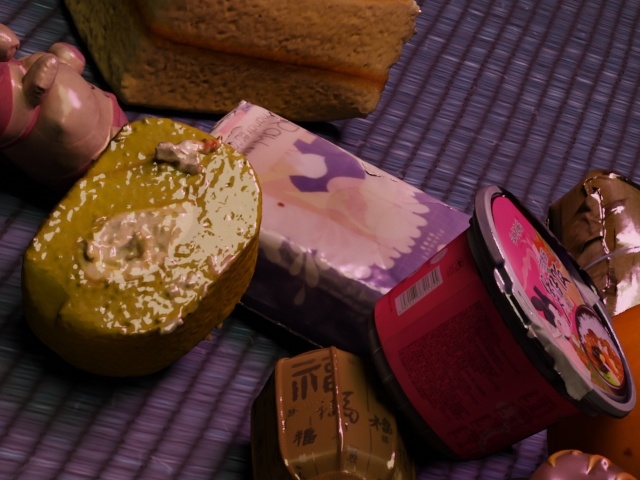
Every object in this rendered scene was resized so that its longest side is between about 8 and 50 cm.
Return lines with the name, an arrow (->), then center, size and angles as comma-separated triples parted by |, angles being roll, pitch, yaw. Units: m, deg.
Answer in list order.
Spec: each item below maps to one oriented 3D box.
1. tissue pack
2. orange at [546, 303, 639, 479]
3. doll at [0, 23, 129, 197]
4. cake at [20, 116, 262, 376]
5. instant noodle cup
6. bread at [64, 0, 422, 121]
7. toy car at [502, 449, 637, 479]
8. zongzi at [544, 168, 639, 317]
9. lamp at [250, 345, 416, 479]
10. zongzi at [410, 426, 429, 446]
tissue pack -> 0.000, 0.000, 2.177 | 0.343, 0.125, 0.242 | 27, 35, 9
orange -> 0.387, 0.208, 2.082 | 0.312, 0.312, 0.312 | 21, 35, -15
doll -> -0.310, -0.141, 2.091 | 0.256, 0.152, 0.196 | 28, 17, -42
cake -> -0.170, 0.014, 1.969 | 0.179, 0.156, 0.260 | 29, 65, 13
instant noodle cup -> 0.160, 0.099, 1.929 | 0.302, 0.181, 0.258 | 17, 43, -63
bread -> -0.087, -0.288, 2.414 | 0.361, 0.233, 0.245 | 8, 38, -36
toy car -> 0.174, 0.336, 1.778 | 0.271, 0.240, 0.340 | 49, 40, 13
zongzi -> 0.423, 0.116, 2.358 | 0.323, 0.160, 0.360 | 22, 42, -14
lamp -> 0.011, 0.203, 1.925 | 0.161, 0.161, 0.185 | 17, 38, -20
zongzi -> 0.132, 0.146, 2.167 | 0.160, 0.078, 0.176 | -3, 37, -39
